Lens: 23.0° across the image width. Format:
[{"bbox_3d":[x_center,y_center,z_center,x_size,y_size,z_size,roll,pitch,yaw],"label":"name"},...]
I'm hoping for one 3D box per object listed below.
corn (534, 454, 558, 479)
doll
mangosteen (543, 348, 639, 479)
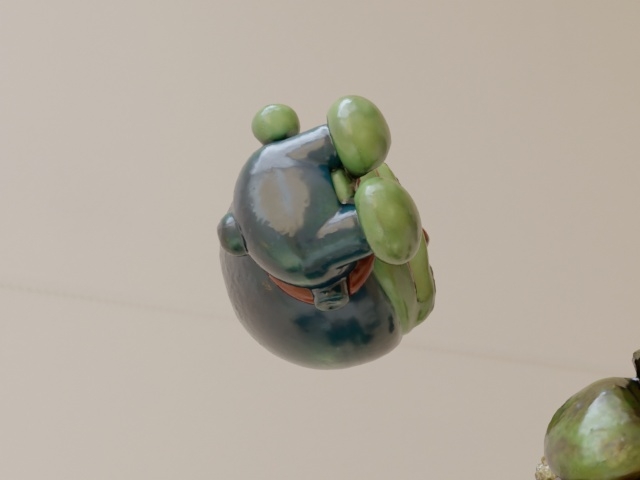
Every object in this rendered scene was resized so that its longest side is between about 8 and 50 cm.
[{"bbox_3d":[0.300,0.277,1.471,0.237,0.079,0.079,39,-125,-14],"label":"corn"},{"bbox_3d":[0.000,0.001,1.353,0.186,0.322,0.198,-18,-115,2],"label":"doll"},{"bbox_3d":[0.230,0.231,0.924,0.306,0.306,0.359,16,-84,-22],"label":"mangosteen"}]
